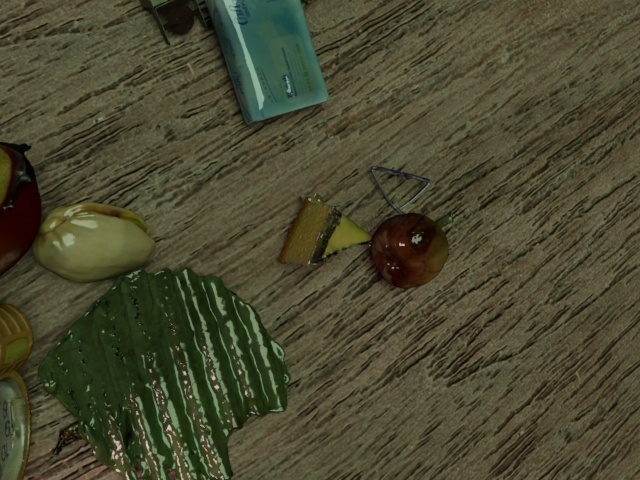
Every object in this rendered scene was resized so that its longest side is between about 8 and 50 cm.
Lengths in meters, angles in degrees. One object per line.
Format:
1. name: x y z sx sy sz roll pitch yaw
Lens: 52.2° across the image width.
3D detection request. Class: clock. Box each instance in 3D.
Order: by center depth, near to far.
1. clock: -0.540 0.257 0.971 0.201 0.244 0.316 -4 90 -1

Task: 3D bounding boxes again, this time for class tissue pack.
1. tissue pack: -0.099 -0.372 1.261 0.177 0.089 0.263 -22 100 -23

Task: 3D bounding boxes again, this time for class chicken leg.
1. chicken leg: -0.422 0.331 1.113 0.083 0.021 0.036 -28 110 -21

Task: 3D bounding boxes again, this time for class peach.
1. peach: -0.584 0.004 0.971 0.258 0.201 0.361 25 53 12

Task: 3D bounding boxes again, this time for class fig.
1. fig: 0.215 0.012 1.331 0.231 0.143 0.160 -7 129 -32

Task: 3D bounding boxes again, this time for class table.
1. table: -0.269 -0.483 1.236 0.146 0.062 0.175 -34 128 -21

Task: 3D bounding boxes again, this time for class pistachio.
1. pistachio: -0.388 0.003 1.117 0.201 0.117 0.145 1 125 -41

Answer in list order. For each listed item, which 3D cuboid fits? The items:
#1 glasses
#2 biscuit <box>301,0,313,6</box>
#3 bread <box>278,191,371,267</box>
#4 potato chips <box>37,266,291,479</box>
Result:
1. glasses: 0.162 -0.095 1.379 0.140 0.062 0.103 8 103 -20
2. biscuit: -0.005 -0.560 1.347 0.082 0.070 0.168 47 69 -19
3. bread: 0.000 0.000 1.249 0.127 0.147 0.152 41 78 -25
4. potato chips: -0.253 0.230 1.141 0.373 0.097 0.389 -45 106 -23
